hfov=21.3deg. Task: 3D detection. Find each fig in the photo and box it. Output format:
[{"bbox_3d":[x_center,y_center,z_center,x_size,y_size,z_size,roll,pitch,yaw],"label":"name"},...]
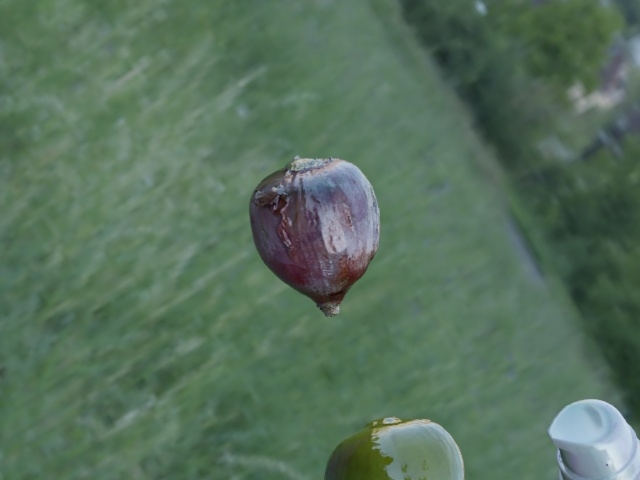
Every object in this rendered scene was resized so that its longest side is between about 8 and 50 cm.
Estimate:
[{"bbox_3d":[0.104,0.365,2.417,0.207,0.207,0.230,-34,126,-69],"label":"fig"}]

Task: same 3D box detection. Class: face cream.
[{"bbox_3d":[0.328,0.297,1.856,0.102,0.102,0.345,-97,167,-47],"label":"face cream"}]

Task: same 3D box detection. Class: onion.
[{"bbox_3d":[0.000,0.000,1.956,0.159,0.160,0.194,-57,135,-67],"label":"onion"}]
